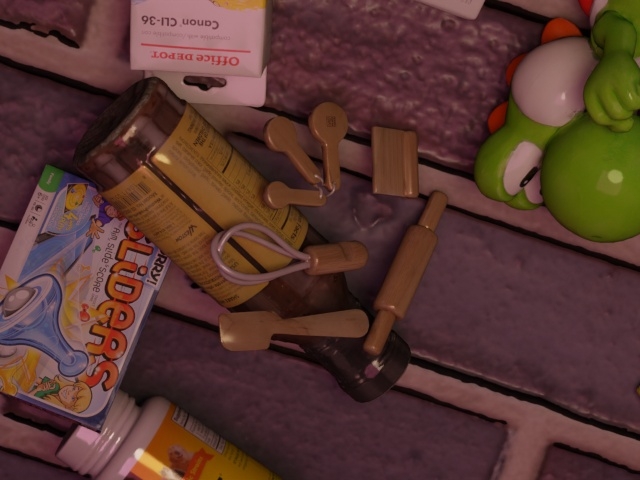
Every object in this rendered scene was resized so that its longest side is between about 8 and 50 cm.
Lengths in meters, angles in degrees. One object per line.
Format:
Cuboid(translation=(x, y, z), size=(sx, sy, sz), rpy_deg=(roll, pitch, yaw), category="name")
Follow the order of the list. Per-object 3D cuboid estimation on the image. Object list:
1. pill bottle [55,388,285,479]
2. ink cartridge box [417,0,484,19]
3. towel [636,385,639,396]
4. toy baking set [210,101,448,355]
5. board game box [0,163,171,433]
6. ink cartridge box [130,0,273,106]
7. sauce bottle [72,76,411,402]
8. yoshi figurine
Cuboid(translation=(-0.130, 0.221, 1.620), size=(0.215, 0.117, 0.117), rpy_deg=(35, 108, -7), category="pill bottle")
Cuboid(translation=(0.051, -0.287, 1.404), size=(0.218, 0.092, 0.158), rpy_deg=(15, 112, -30), category="ink cartridge box")
Cuboid(translation=(0.378, 0.196, 1.547), size=(0.102, 0.021, 0.237), rpy_deg=(-47, 66, 32), category="towel")
Cuboid(translation=(0.006, 0.002, 1.501), size=(0.197, 0.030, 0.256), rpy_deg=(31, 68, -25), category="toy baking set")
Cuboid(translation=(-0.217, 0.051, 1.562), size=(0.136, 0.035, 0.201), rpy_deg=(22, 78, -4), category="board game box")
Cuboid(translation=(-0.099, -0.203, 1.499), size=(0.115, 0.067, 0.198), rpy_deg=(4, 110, 4), category="ink cartridge box")
Cuboid(translation=(-0.060, 0.010, 1.538), size=(0.111, 0.111, 0.344), rpy_deg=(-38, 111, 15), category="sauce bottle")
Cuboid(translation=(0.278, -0.140, 1.430), size=(0.203, 0.203, 0.362), rpy_deg=(32, 111, -14), category="yoshi figurine")
